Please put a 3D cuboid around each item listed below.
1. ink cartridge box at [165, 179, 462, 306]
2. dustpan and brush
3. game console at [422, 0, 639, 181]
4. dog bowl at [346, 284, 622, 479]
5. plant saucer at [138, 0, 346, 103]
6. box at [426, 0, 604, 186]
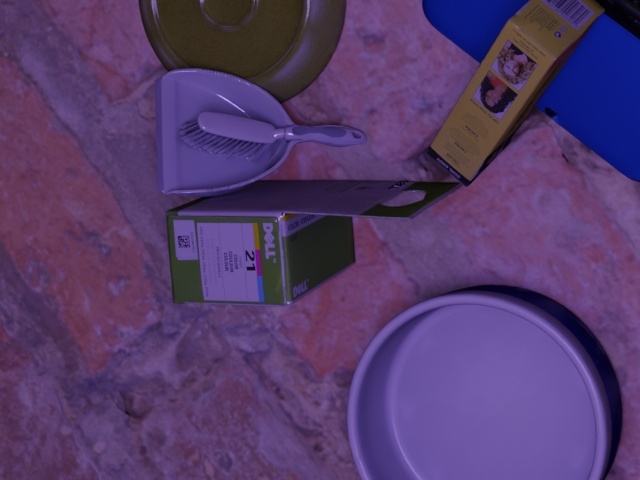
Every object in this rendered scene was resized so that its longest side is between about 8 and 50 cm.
[{"bbox_3d":[0.000,0.000,1.534,0.255,0.189,0.097,1,102,22],"label":"ink cartridge box"},{"bbox_3d":[-0.059,-0.108,1.571,0.060,0.211,0.147,131,140,-54],"label":"dustpan and brush"},{"bbox_3d":[0.271,-0.247,1.422,0.293,0.173,0.250,40,86,13],"label":"game console"},{"bbox_3d":[0.165,0.178,1.540,0.264,0.104,0.265,2,96,21],"label":"dog bowl"},{"bbox_3d":[-0.091,-0.253,1.597,0.240,0.037,0.241,5,104,22],"label":"plant saucer"},{"bbox_3d":[0.176,-0.145,1.422,0.058,0.087,0.232,41,149,8],"label":"box"}]
